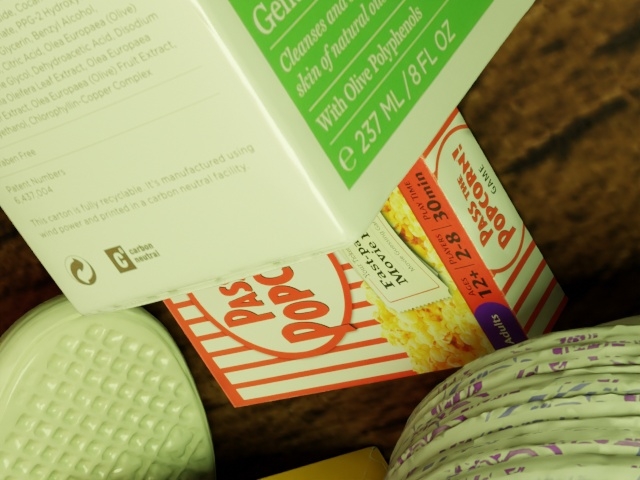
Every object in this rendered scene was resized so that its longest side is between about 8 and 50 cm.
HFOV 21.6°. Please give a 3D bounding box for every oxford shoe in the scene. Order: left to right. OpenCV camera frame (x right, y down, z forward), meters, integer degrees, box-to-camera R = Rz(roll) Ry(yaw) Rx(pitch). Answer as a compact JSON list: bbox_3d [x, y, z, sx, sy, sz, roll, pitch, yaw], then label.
[{"bbox_3d":[-0.152,0.205,1.011,0.130,0.169,0.449,49,149,44],"label":"oxford shoe"}]

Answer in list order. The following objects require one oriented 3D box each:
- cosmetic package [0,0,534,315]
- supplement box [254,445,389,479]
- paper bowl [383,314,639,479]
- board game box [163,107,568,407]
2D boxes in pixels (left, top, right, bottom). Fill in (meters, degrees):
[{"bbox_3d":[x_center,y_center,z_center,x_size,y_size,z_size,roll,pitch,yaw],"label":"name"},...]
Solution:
[{"bbox_3d":[-0.095,-0.178,0.611,0.155,0.197,0.365,-15,118,40],"label":"cosmetic package"},{"bbox_3d":[-0.043,0.238,0.900,0.129,0.191,0.194,58,147,33],"label":"supplement box"},{"bbox_3d":[0.163,0.144,0.728,0.284,0.148,0.284,12,136,12],"label":"paper bowl"},{"bbox_3d":[0.000,0.000,0.804,0.193,0.045,0.147,-15,116,40],"label":"board game box"}]
